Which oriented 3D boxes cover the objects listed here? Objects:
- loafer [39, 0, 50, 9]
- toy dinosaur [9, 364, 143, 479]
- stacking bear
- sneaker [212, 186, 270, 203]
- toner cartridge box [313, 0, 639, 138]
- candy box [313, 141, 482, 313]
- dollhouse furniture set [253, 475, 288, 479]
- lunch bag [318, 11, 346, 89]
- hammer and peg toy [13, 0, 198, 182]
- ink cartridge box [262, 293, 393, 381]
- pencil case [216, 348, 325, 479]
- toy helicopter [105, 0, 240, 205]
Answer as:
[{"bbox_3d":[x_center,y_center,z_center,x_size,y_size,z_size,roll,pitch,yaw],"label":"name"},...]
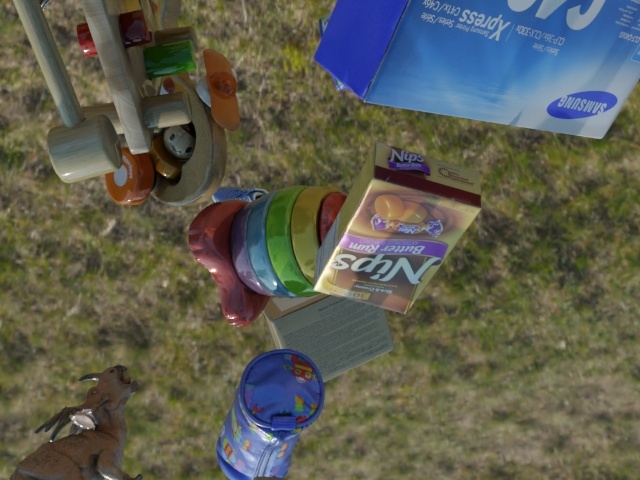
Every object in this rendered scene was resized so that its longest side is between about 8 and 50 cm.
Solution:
[{"bbox_3d":[-0.413,-0.427,1.362,0.078,0.080,0.220,15,143,-41],"label":"loafer"},{"bbox_3d":[-0.358,0.314,1.201,0.200,0.295,0.127,39,123,18],"label":"toy dinosaur"},{"bbox_3d":[0.000,0.000,1.141,0.288,0.164,0.175,-9,119,31],"label":"stacking bear"},{"bbox_3d":[-0.162,-0.095,1.991,0.211,0.080,0.081,16,145,23],"label":"sneaker"},{"bbox_3d":[0.171,-0.189,0.740,0.347,0.075,0.165,-1,126,-42],"label":"toner cartridge box"},{"bbox_3d":[0.071,-0.006,0.850,0.109,0.053,0.187,14,141,-10],"label":"candy box"},{"bbox_3d":[-0.072,0.401,0.908,0.259,0.262,0.135,9,127,-18],"label":"dollhouse furniture set"},{"bbox_3d":[0.074,-0.379,1.642,0.128,0.151,0.096,-19,162,36],"label":"lunch bag"},{"bbox_3d":[-0.221,-0.239,0.925,0.127,0.361,0.266,-9,127,2],"label":"hammer and peg toy"},{"bbox_3d":[0.016,0.178,1.752,0.234,0.088,0.193,-22,117,-14],"label":"ink cartridge box"},{"bbox_3d":[-0.080,0.275,1.252,0.119,0.133,0.306,-1,148,-14],"label":"pencil case"},{"bbox_3d":[-0.209,-0.227,1.244,0.234,0.355,0.140,-19,168,40],"label":"toy helicopter"}]
